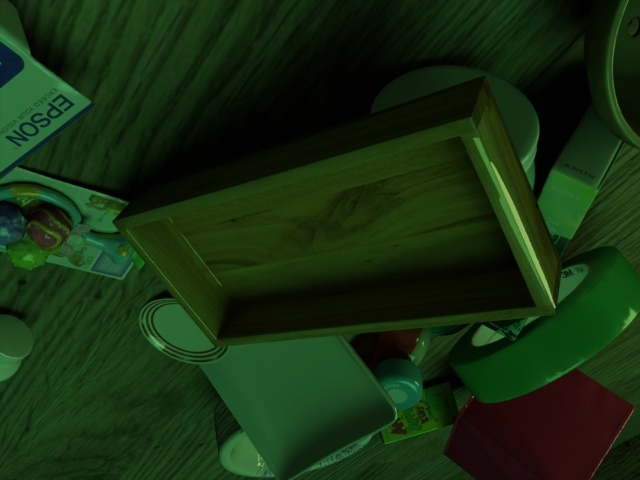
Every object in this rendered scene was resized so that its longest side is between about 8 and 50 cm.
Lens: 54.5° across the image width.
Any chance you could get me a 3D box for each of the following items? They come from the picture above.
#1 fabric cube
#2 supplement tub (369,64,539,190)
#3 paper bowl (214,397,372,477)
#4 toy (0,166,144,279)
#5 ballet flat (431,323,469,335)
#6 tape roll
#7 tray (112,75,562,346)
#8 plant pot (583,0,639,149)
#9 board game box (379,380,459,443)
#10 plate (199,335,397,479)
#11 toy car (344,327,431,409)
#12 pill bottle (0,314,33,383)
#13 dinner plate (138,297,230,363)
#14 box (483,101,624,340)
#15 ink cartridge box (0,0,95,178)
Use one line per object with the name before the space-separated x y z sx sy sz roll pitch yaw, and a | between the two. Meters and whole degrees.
fabric cube | 0.449 0.408 1.318 0.254 0.258 0.259 -44 153 -25
supplement tub | 0.136 -0.041 0.722 0.191 0.191 0.272 -13 144 -7
paper bowl | -0.052 0.309 1.133 0.284 0.148 0.284 -10 142 -7
toy | -0.305 -0.006 0.692 0.237 0.056 0.137 15 131 -38
ballet flat | 0.255 0.060 0.998 0.096 0.095 0.280 -13 146 -28
tape roll | 0.357 0.132 1.001 0.321 0.077 0.321 -37 177 -2
tray | 0.000 0.000 0.622 0.410 0.076 0.203 -12 123 34
plant pot | 0.354 -0.211 0.629 0.237 0.110 0.237 -7 114 -15
board game box | 0.215 0.387 1.399 0.181 0.092 0.043 -14 169 -6
plate | -0.050 0.184 0.898 0.278 0.277 0.045 -42 169 37
toy car | 0.023 0.137 0.950 0.238 0.219 0.210 34 125 -14
pill bottle | -0.456 0.161 0.821 0.152 0.086 0.086 -34 142 19
dinner plate | -0.198 0.132 0.916 0.141 0.017 0.141 6 130 8
box | 0.314 -0.040 0.803 0.232 0.058 0.322 -50 157 -30
ink cartridge box | -0.401 -0.129 0.482 0.303 0.072 0.307 -31 145 15
